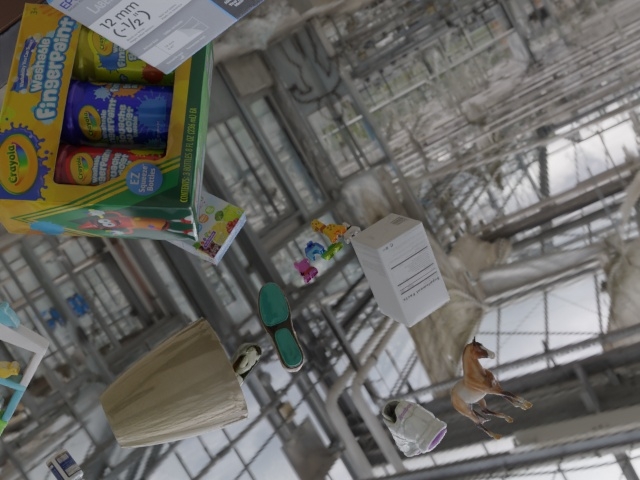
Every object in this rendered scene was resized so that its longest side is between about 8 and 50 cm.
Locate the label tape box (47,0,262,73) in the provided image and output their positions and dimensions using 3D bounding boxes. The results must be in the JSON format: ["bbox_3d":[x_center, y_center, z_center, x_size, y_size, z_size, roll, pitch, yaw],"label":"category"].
[{"bbox_3d":[-0.263,-0.409,1.004,0.249,0.115,0.348,-28,154,24],"label":"label tape box"}]

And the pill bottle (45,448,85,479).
[{"bbox_3d":[-0.725,0.665,2.031,0.067,0.120,0.067,-40,170,-8],"label":"pill bottle"}]

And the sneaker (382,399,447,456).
[{"bbox_3d":[0.225,0.458,1.784,0.114,0.152,0.305,-48,169,-18],"label":"sneaker"}]

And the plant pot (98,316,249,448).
[{"bbox_3d":[-0.337,0.345,1.579,0.274,0.256,0.256,-24,-174,-19],"label":"plant pot"}]

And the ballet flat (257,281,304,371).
[{"bbox_3d":[-0.138,0.295,2.359,0.108,0.315,0.106,-14,156,-8],"label":"ballet flat"}]

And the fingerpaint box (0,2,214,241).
[{"bbox_3d":[-0.413,-0.237,1.396,0.372,0.444,0.163,3,156,-4],"label":"fingerpaint box"}]

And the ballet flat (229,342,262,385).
[{"bbox_3d":[-0.223,0.352,1.879,0.068,0.072,0.213,-16,-150,42],"label":"ballet flat"}]

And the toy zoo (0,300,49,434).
[{"bbox_3d":[-0.602,0.220,1.228,0.293,0.192,0.030,-57,-162,19],"label":"toy zoo"}]

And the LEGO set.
[{"bbox_3d":[0.000,0.000,1.991,0.093,0.087,0.227,33,-117,31],"label":"LEGO set"}]

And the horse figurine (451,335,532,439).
[{"bbox_3d":[0.352,0.337,1.542,0.066,0.175,0.263,-46,163,-33],"label":"horse figurine"}]

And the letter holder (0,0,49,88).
[{"bbox_3d":[-0.829,-0.525,1.751,0.152,0.215,0.301,109,8,-51],"label":"letter holder"}]

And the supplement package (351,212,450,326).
[{"bbox_3d":[0.251,0.090,2.226,0.175,0.292,0.178,-31,-157,-18],"label":"supplement package"}]

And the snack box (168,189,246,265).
[{"bbox_3d":[-0.350,-0.050,2.072,0.174,0.207,0.070,-60,168,-23],"label":"snack box"}]
